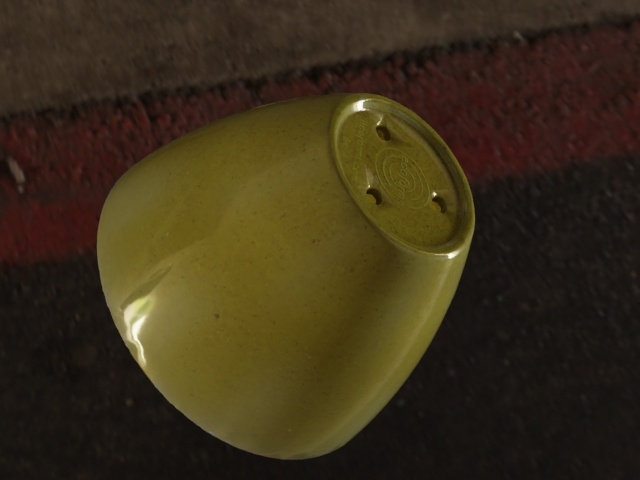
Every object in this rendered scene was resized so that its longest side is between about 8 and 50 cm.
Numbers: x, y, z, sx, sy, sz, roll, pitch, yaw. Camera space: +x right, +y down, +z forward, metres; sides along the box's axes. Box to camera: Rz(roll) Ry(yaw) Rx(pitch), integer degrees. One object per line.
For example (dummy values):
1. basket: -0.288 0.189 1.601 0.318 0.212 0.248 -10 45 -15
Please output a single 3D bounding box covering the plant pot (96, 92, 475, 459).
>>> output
1. plant pot: 0.000 0.000 0.604 0.134 0.134 0.095 23 137 -30
